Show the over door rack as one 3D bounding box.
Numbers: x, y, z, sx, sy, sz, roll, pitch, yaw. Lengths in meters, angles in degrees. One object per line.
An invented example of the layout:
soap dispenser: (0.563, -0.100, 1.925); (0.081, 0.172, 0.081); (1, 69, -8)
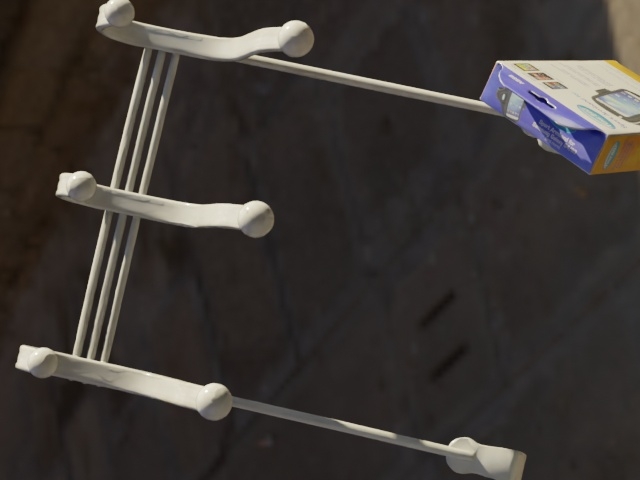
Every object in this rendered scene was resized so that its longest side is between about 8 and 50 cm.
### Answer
over door rack: (0.000, 0.000, 1.151); (0.108, 0.324, 0.239); (156, 127, -82)

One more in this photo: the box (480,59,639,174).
box: (0.149, -0.068, 1.029); (0.081, 0.136, 0.028); (38, 119, 32)
